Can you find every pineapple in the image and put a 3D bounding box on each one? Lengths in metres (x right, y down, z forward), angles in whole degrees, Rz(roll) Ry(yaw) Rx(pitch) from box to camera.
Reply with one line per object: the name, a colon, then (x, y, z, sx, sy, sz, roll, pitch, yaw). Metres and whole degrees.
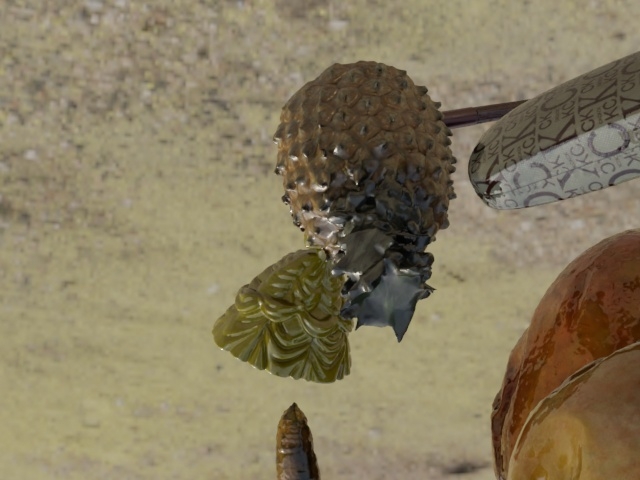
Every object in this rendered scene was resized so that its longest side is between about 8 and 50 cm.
pineapple: (0.049, -0.041, 1.273, 0.202, 0.362, 0.202, 0, 120, 0)

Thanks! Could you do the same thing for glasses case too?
glasses case: (0.295, -0.118, 1.131, 0.355, 0.137, 0.085, -19, 114, 32)

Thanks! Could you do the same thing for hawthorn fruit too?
hawthorn fruit: (0.399, 0.228, 1.469, 0.472, 0.471, 0.471, -1, 152, 0)

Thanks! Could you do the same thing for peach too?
peach: (0.240, 0.169, 0.847, 0.214, 0.214, 0.235, 3, 156, -7)

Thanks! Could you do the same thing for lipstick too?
lipstick: (0.216, -0.162, 1.606, 0.177, 0.027, 0.027, -11, 157, -25)

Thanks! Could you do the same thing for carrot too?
carrot: (-0.019, 0.339, 1.427, 0.066, 0.314, 0.066, -7, -176, 0)

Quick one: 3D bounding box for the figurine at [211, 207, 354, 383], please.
figurine: (0.001, 0.002, 1.560, 0.187, 0.168, 0.315, 19, 107, -3)
